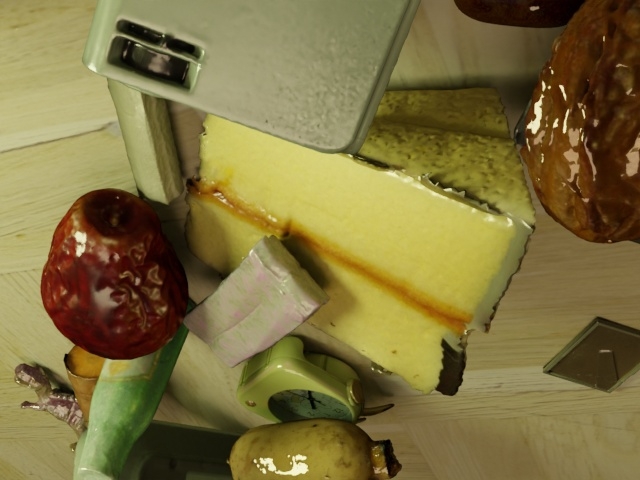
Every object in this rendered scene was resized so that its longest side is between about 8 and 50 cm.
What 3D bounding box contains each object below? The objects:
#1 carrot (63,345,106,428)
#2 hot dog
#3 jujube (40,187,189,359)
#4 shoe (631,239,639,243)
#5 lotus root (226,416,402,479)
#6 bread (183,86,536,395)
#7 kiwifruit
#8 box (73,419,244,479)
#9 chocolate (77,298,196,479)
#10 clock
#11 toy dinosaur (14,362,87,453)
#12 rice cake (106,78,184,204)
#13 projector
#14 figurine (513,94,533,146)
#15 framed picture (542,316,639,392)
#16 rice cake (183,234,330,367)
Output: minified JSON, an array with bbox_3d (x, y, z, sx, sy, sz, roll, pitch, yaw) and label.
[{"bbox_3d":[-0.367,0.271,1.424,0.101,0.102,0.263,10,133,3],"label":"carrot"},{"bbox_3d":[0.357,-0.120,0.706,0.387,0.174,0.267,-12,133,7],"label":"hot dog"},{"bbox_3d":[-0.261,0.042,1.082,0.190,0.190,0.255,14,138,-2],"label":"jujube"},{"bbox_3d":[0.413,0.010,0.903,0.292,0.109,0.149,6,135,1],"label":"shoe"},{"bbox_3d":[-0.013,0.348,1.297,0.284,0.146,0.160,-12,154,23],"label":"lotus root"},{"bbox_3d":[0.000,0.000,0.928,0.404,0.242,0.346,2,140,6],"label":"bread"},{"bbox_3d":[0.173,-0.219,0.727,0.124,0.075,0.075,3,140,7],"label":"kiwifruit"},{"bbox_3d":[-0.230,0.506,1.392,0.111,0.396,0.396,-20,152,36],"label":"box"},{"bbox_3d":[-0.261,0.199,1.177,0.110,0.291,0.110,8,138,7],"label":"chocolate"},{"bbox_3d":[-0.004,0.243,1.336,0.232,0.069,0.170,28,138,-20],"label":"clock"},{"bbox_3d":[-0.425,0.301,1.524,0.251,0.072,0.200,21,133,3],"label":"toy dinosaur"},{"bbox_3d":[-0.197,-0.135,0.945,0.057,0.052,0.256,9,141,9],"label":"rice cake"},{"bbox_3d":[-0.052,-0.204,0.723,0.250,0.108,0.198,18,111,-9],"label":"projector"},{"bbox_3d":[0.242,-0.116,0.822,0.086,0.082,0.094,31,143,11],"label":"figurine"},{"bbox_3d":[0.392,0.162,1.175,0.109,0.011,0.149,19,141,-7],"label":"framed picture"},{"bbox_3d":[-0.086,0.085,1.053,0.106,0.050,0.298,49,148,0],"label":"rice cake"}]
